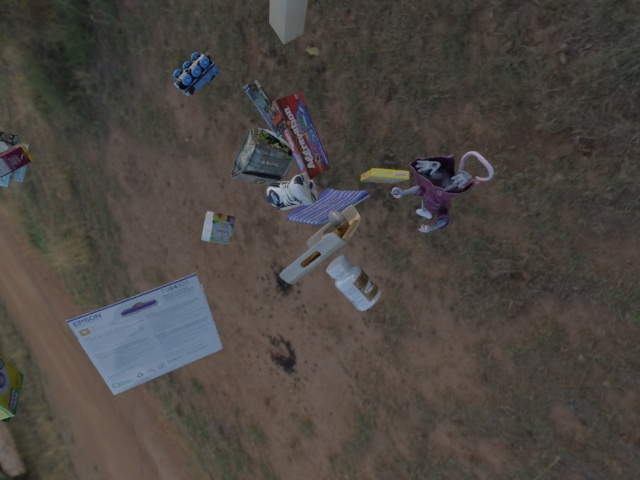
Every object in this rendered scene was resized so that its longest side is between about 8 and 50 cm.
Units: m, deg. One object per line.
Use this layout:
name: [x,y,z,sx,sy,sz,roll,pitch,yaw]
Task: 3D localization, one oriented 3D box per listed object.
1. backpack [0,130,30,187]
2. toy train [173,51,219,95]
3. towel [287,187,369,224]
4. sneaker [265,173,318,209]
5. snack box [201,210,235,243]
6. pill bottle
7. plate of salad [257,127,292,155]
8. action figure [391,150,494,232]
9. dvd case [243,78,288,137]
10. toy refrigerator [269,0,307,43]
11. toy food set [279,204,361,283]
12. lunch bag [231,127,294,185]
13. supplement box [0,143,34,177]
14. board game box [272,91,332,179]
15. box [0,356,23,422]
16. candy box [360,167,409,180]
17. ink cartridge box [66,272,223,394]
backpack: [-1.131,-0.281,1.678,0.166,0.144,0.188,-56,32,25]
toy train: [-0.479,-0.636,1.796,0.080,0.184,0.105,34,167,28]
towel: [0.019,-0.139,1.855,0.040,0.243,0.336,63,161,-17]
sneaker: [-0.098,-0.136,1.387,0.153,0.235,0.094,-14,97,9]
snack box: [-0.344,-0.042,1.585,0.037,0.141,0.100,11,90,19]
pill bottle: [0.137,0.176,1.969,0.229,0.131,0.131,47,142,-14]
plate of salad: [-0.192,-0.420,2.028,0.200,0.200,0.048,33,88,32]
action figure: [0.431,-0.183,1.719,0.248,0.275,0.370,61,177,25]
dvd case: [-0.111,-0.276,0.974,0.013,0.087,0.119,-28,111,18]
toy refrigerator: [-0.104,-0.788,1.557,0.102,0.094,0.269,57,170,5]
toy food set: [0.000,0.000,1.440,0.219,0.306,0.092,-39,94,23]
lunch bag: [-0.290,-0.386,2.336,0.287,0.235,0.169,-56,41,36]
supplement box: [-0.722,-0.185,1.085,0.055,0.083,0.043,15,136,44]
board game box: [-0.059,-0.355,1.594,0.027,0.145,0.281,-13,107,42]
box: [-0.708,0.312,1.013,0.179,0.043,0.105,84,170,-47]
candy box: [0.182,-0.185,1.355,0.206,0.105,0.027,-137,49,-85]
ink cartridge box: [-0.456,0.241,1.267,0.071,0.324,0.330,52,155,45]
